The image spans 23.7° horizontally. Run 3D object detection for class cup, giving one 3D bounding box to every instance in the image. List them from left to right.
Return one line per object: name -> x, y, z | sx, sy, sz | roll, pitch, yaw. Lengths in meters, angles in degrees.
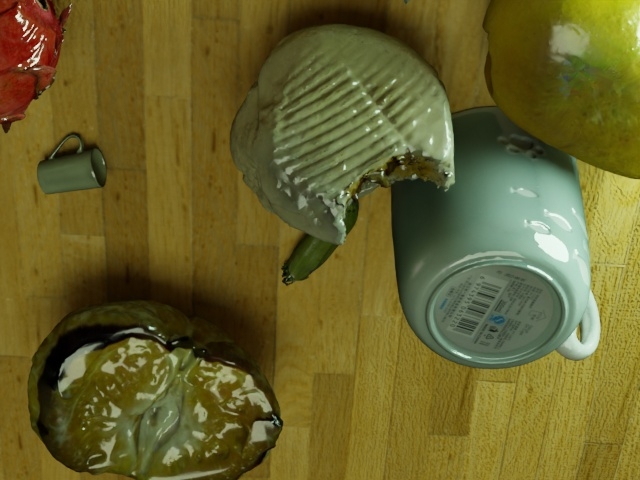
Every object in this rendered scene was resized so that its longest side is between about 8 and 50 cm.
cup -> -0.342, -0.100, 2.078 | 0.083, 0.054, 0.075 | -9, 130, 12
cup -> 0.256, 0.036, 2.028 | 0.259, 0.274, 0.357 | -35, 120, 28

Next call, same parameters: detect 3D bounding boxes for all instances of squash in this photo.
squash -> 0.000, 0.000, 2.152 | 0.052, 0.052, 0.183 | 26, 125, -18

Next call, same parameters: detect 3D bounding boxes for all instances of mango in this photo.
mango -> 0.352, -0.204, 1.882 | 0.253, 0.182, 0.365 | -31, 122, 24

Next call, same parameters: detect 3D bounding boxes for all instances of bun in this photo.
bun -> 0.020, -0.138, 1.932 | 0.281, 0.281, 0.205 | 12, 173, -8

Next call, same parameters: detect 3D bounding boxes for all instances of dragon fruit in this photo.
dragon fruit -> -0.439, -0.240, 1.856 | 0.241, 0.241, 0.252 | 32, 109, -22

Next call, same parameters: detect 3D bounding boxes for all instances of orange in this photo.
orange -> -0.246, 0.219, 2.235 | 0.369, 0.210, 0.271 | 21, 107, -16

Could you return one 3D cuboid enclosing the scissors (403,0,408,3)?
scissors -> 0.138, -0.392, 1.842 | 0.144, 0.017, 0.247 | 26, 127, -18
